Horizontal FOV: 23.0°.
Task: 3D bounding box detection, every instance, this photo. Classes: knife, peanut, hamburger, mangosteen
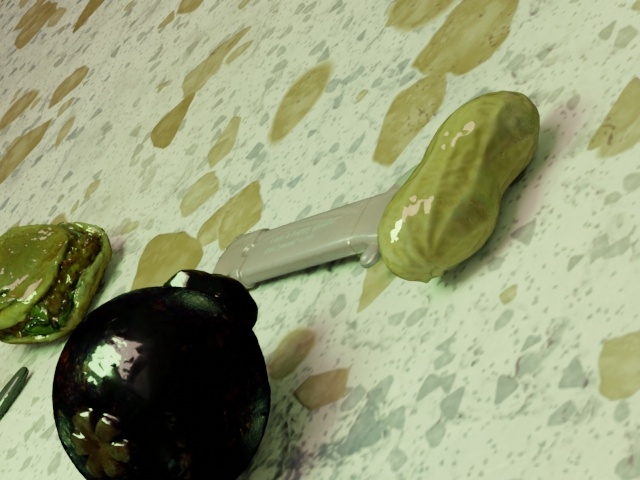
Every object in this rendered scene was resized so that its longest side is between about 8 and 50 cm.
[{"bbox_3d":[-0.450,0.269,2.040,0.035,0.018,0.247,9,63,58],"label":"knife"},{"bbox_3d":[0.131,-0.054,1.456,0.214,0.090,0.098,-58,23,-18],"label":"peanut"},{"bbox_3d":[0.000,0.000,1.658,0.399,0.038,0.132,-16,38,52],"label":"knife"},{"bbox_3d":[-0.377,0.062,2.121,0.206,0.130,0.183,-2,50,34],"label":"hamburger"},{"bbox_3d":[-0.142,0.142,1.495,0.243,0.243,0.243,-38,26,23],"label":"mangosteen"}]
